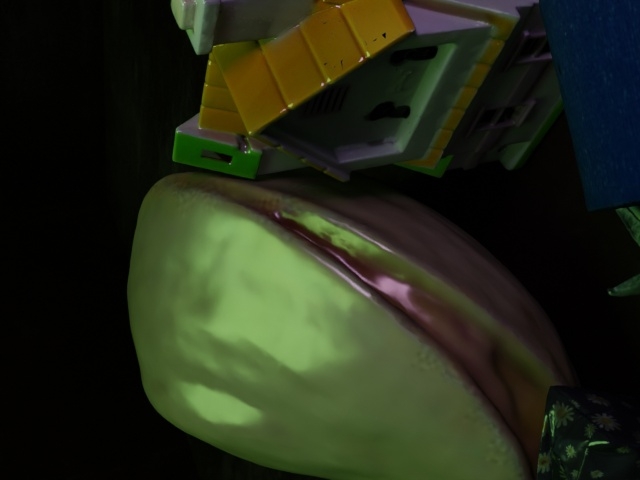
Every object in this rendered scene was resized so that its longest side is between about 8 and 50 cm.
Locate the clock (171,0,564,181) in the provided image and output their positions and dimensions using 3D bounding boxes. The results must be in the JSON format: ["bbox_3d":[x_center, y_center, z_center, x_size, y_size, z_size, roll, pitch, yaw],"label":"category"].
[{"bbox_3d":[0.037,-0.152,0.600,0.166,0.309,0.235,65,154,25],"label":"clock"}]

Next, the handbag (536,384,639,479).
[{"bbox_3d":[0.203,0.182,0.580,0.072,0.115,0.139,-143,65,-65],"label":"handbag"}]

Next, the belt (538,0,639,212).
[{"bbox_3d":[0.234,-0.094,0.289,0.347,0.212,0.117,-17,87,64],"label":"belt"}]

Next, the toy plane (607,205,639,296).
[{"bbox_3d":[0.239,0.060,0.521,0.192,0.088,0.262,61,178,-43],"label":"toy plane"}]

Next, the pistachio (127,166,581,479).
[{"bbox_3d":[0.017,0.095,0.739,0.445,0.281,0.365,32,155,16],"label":"pistachio"}]
